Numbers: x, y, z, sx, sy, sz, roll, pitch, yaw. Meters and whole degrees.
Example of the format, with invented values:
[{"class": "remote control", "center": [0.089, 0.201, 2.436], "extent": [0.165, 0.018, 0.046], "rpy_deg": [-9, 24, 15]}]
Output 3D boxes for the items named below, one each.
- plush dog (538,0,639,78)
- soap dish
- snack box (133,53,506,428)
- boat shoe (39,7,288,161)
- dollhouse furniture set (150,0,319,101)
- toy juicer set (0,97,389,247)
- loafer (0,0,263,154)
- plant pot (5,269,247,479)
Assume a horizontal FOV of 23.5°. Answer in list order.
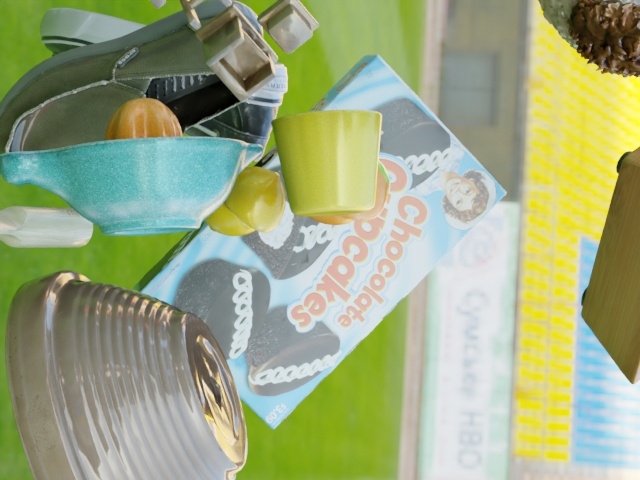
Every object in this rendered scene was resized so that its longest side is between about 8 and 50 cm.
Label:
[{"class": "plush dog", "center": [0.279, -0.207, 1.274], "extent": [0.262, 0.225, 0.211], "rpy_deg": [-104, -153, -43]}, {"class": "soap dish", "center": [0.371, -0.027, 1.467], "extent": [0.291, 0.118, 0.229], "rpy_deg": [-34, 143, -41]}, {"class": "snack box", "center": [0.000, 0.000, 1.472], "extent": [0.322, 0.187, 0.060], "rpy_deg": [-46, -167, -3]}, {"class": "boat shoe", "center": [-0.184, -0.165, 1.620], "extent": [0.121, 0.335, 0.119], "rpy_deg": [5, 103, -51]}, {"class": "dollhouse furniture set", "center": [-0.035, -0.223, 1.110], "extent": [0.161, 0.182, 0.101], "rpy_deg": [48, 16, -30]}, {"class": "toy juicer set", "center": [-0.108, -0.048, 1.051], "extent": [0.209, 0.329, 0.090], "rpy_deg": [10, 75, -78]}, {"class": "loafer", "center": [-0.160, -0.114, 1.268], "extent": [0.094, 0.251, 0.087], "rpy_deg": [49, 20, -48]}, {"class": "plant pot", "center": [-0.124, 0.123, 1.108], "extent": [0.237, 0.109, 0.237], "rpy_deg": [-20, 90, -81]}]
